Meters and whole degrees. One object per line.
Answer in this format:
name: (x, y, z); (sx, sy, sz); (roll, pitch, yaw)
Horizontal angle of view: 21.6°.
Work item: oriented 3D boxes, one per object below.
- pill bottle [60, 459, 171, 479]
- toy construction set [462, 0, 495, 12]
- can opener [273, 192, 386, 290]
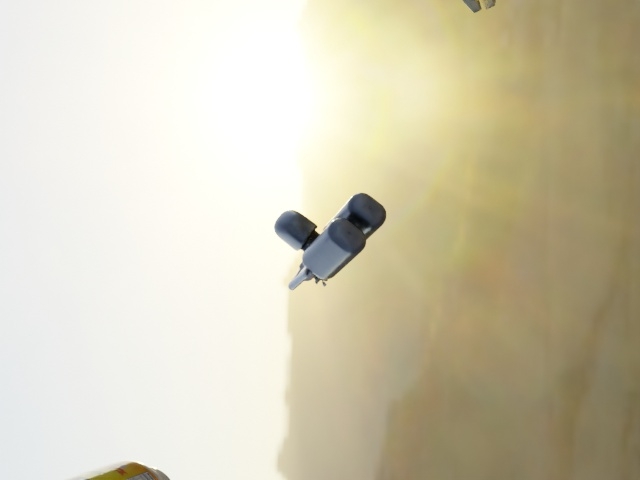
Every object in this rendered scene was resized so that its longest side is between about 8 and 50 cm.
pill bottle: (-0.257, 0.331, 2.020); (0.215, 0.117, 0.117); (-7, -81, -67)
toy construction set: (0.217, -0.376, 1.708); (0.151, 0.328, 0.215); (52, -160, 4)
can opener: (0.000, 0.000, 1.885); (0.074, 0.093, 0.280); (-53, 6, -16)
